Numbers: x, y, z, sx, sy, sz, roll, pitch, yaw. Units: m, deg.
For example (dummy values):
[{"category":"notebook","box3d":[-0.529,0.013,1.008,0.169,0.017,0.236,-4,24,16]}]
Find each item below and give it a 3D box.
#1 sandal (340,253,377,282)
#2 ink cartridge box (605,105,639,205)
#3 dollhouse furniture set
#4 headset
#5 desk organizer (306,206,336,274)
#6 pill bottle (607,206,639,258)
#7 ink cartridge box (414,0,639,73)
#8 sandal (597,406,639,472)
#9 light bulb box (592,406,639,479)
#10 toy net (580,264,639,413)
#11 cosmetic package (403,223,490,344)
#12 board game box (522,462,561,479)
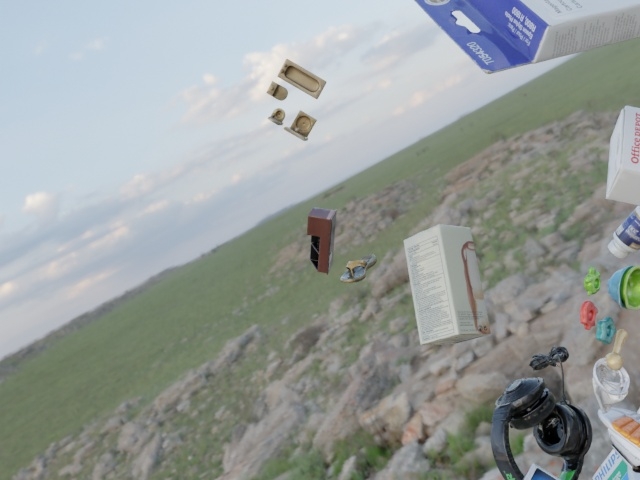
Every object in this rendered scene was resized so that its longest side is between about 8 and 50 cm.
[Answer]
[{"category":"sandal","box3d":[0.107,0.074,2.076,0.072,0.049,0.180,-5,22,32]},{"category":"ink cartridge box","box3d":[0.628,-0.135,1.269,0.093,0.219,0.160,89,-163,-56]},{"category":"dollhouse furniture set","box3d":[-0.061,-0.344,1.750,0.151,0.144,0.123,-60,2,9]},{"category":"headset","box3d":[0.523,0.426,1.735,0.185,0.243,0.394,-35,21,56]},{"category":"desk organizer","box3d":[0.000,0.000,1.475,0.050,0.130,0.047,10,29,11]},{"category":"pill bottle","box3d":[0.715,-0.016,1.642,0.067,0.067,0.120,-33,-22,-51]},{"category":"ink cartridge box","box3d":[0.344,-0.400,1.143,0.329,0.072,0.324,-15,44,-10]},{"category":"sandal","box3d":[0.591,0.391,1.278,0.101,0.076,0.265,4,21,-28]},{"category":"light bulb box","box3d":[0.993,0.713,2.009,0.225,0.358,0.361,5,36,-11]},{"category":"toy net","box3d":[0.444,0.154,1.092,0.122,0.233,0.045,-2,4,-38]},{"category":"cosmetic package","box3d":[0.336,0.121,1.924,0.129,0.297,0.153,4,-18,-35]},{"category":"board game box","box3d":[0.461,0.558,1.247,0.193,0.305,0.053,-51,-19,-24]}]
